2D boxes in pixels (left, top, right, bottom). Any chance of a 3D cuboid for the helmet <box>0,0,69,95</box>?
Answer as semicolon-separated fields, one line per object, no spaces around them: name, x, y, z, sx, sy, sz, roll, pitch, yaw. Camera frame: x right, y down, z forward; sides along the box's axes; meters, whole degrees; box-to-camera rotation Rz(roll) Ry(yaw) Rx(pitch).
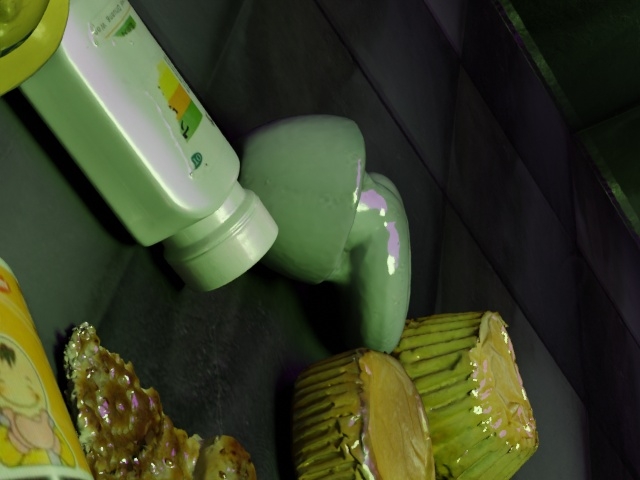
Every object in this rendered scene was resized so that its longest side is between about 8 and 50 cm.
helmet;-0.267;-0.213;0.885;0.140;0.205;0.257;20;-37;58

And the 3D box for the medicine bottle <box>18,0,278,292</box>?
medicine bottle;-0.162;-0.095;1.142;0.296;0.111;0.161;57;25;-20

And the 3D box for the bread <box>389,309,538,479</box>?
bread;0.179;0.199;1.523;0.240;0.139;0.240;44;34;-41

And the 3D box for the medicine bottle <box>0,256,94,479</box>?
medicine bottle;-0.283;0.041;0.633;0.395;0.242;0.242;59;21;18

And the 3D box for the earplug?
earplug;0.011;-0.004;1.364;0.325;0.175;0.214;55;20;-44

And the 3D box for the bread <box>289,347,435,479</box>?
bread;0.039;0.213;1.268;0.199;0.104;0.199;47;32;-42

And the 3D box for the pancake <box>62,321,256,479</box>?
pancake;-0.146;0.176;0.976;0.244;0.057;0.266;65;25;4
